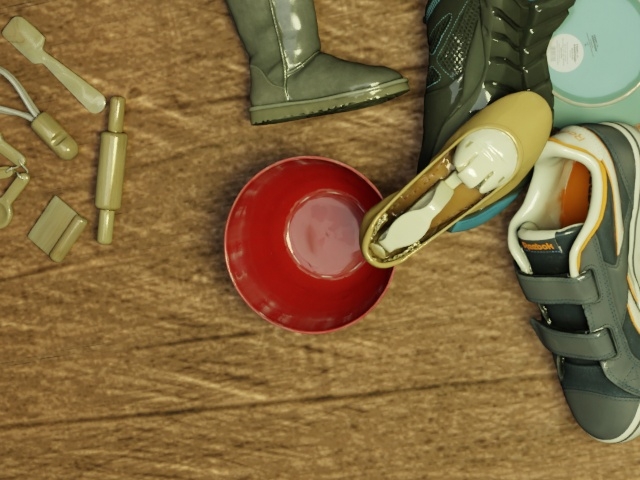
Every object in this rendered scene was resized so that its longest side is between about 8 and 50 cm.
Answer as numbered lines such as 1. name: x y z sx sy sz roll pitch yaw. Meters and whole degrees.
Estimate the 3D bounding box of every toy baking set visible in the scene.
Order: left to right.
1. toy baking set: -0.301 -0.107 1.779 0.196 0.030 0.256 13 100 11

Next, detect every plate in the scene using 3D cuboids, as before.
1. plate: 0.274 -0.198 1.639 0.188 0.024 0.188 2 98 12

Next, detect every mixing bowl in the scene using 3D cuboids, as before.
1. mixing bowl: 0.000 0.000 1.688 0.181 0.098 0.181 2 97 13

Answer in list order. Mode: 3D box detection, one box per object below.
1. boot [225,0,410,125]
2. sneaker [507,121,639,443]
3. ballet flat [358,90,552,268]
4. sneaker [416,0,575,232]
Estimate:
1. boot: -0.013 -0.233 1.683 0.189 0.076 0.209 -8 89 12
2. sneaker: 0.253 0.045 1.607 0.126 0.127 0.321 -1 93 50
3. ballet flat: 0.129 -0.049 1.555 0.080 0.073 0.232 45 110 -6
4. sneaker: 0.162 -0.172 1.633 0.125 0.139 0.341 0 118 -31
